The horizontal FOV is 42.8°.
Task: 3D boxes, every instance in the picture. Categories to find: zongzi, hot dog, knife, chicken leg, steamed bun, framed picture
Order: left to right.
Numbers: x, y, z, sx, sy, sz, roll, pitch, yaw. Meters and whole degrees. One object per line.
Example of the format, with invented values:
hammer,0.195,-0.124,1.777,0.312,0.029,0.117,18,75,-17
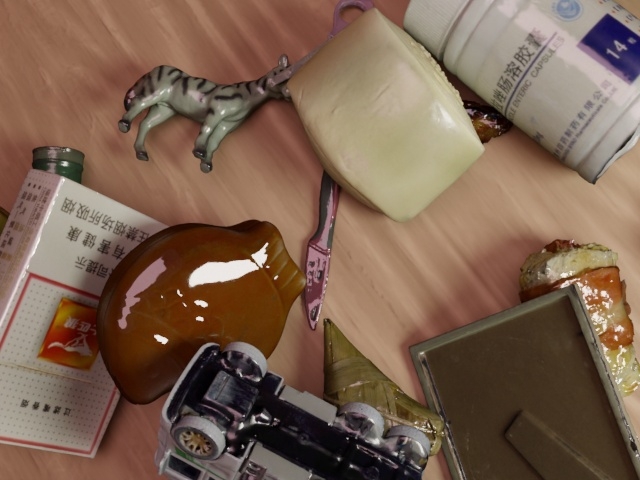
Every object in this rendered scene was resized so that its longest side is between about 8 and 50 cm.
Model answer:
knife,0.000,0.000,1.124,0.035,0.018,0.247,7,81,9
steamed bun,0.077,-0.156,1.051,0.200,0.155,0.250,-39,84,13
zongzi,0.079,0.187,1.042,0.160,0.078,0.176,-1,75,12
chicken leg,0.191,-0.163,1.121,0.145,0.037,0.062,6,95,10
framed picture,0.254,0.248,0.966,0.247,0.022,0.335,-29,73,36
hot dog,0.319,0.102,1.013,0.146,0.103,0.213,-3,82,-17

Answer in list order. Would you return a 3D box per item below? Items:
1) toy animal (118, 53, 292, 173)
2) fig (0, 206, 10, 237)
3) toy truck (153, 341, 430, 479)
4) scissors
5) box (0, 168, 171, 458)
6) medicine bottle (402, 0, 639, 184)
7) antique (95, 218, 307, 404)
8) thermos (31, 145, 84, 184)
toy animal,-0.157,-0.175,1.149,0.255,0.090,0.170,1,59,1
fig,-0.488,0.068,1.084,0.207,0.207,0.230,39,118,14
toy truck,-0.012,0.271,0.936,0.367,0.175,0.146,29,41,2
scissors,0.012,-0.270,1.141,0.212,0.021,0.110,-35,76,-22
box,-0.334,0.100,1.056,0.095,0.210,0.330,16,81,42
medicine bottle,0.280,-0.246,1.039,0.332,0.190,0.190,42,88,14
antique,-0.157,0.086,1.044,0.278,0.129,0.223,-42,114,-13
thermos,-0.379,-0.035,1.172,0.073,0.083,0.187,-5,78,33
